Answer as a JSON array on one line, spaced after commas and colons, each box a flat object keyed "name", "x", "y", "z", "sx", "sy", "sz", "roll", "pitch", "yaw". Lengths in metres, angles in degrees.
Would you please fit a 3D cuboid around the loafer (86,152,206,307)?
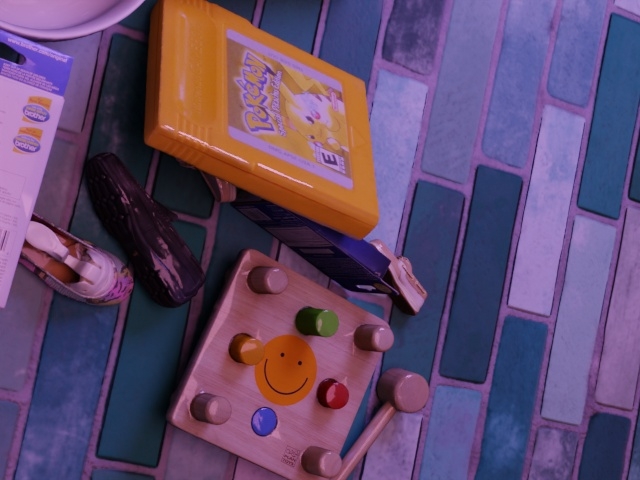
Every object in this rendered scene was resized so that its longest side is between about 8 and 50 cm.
[{"name": "loafer", "x": -0.223, "y": -0.019, "z": 1.753, "sx": 0.078, "sy": 0.076, "sz": 0.223, "roll": -41, "pitch": 108, "yaw": -38}]

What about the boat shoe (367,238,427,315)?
[{"name": "boat shoe", "x": 0.108, "y": 0.045, "z": 1.955, "sx": 0.045, "sy": 0.050, "sz": 0.135, "roll": -47, "pitch": 121, "yaw": -25}]

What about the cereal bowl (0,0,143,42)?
[{"name": "cereal bowl", "x": -0.347, "y": -0.401, "z": 1.637, "sx": 0.339, "sy": 0.141, "sz": 0.338, "roll": 0, "pitch": 91, "yaw": -29}]

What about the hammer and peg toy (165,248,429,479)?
[{"name": "hammer and peg toy", "x": -0.010, "y": 0.204, "z": 1.838, "sx": 0.361, "sy": 0.127, "sz": 0.265, "roll": 31, "pitch": 75, "yaw": -26}]

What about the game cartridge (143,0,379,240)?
[{"name": "game cartridge", "x": -0.073, "y": -0.170, "z": 1.757, "sx": 0.324, "sy": 0.053, "sz": 0.285, "roll": 25, "pitch": 40, "yaw": -28}]

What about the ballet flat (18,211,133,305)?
[{"name": "ballet flat", "x": -0.319, "y": 0.020, "z": 1.690, "sx": 0.221, "sy": 0.079, "sz": 0.076, "roll": 34, "pitch": 76, "yaw": -26}]

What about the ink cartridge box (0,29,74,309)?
[{"name": "ink cartridge box", "x": -0.412, "y": -0.092, "z": 1.565, "sx": 0.186, "sy": 0.065, "sz": 0.311, "roll": 18, "pitch": 88, "yaw": -31}]

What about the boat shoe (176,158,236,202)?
[{"name": "boat shoe", "x": -0.165, "y": -0.122, "z": 1.792, "sx": 0.059, "sy": 0.063, "sz": 0.170, "roll": -25, "pitch": 93, "yaw": -25}]

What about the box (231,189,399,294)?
[{"name": "box", "x": 0.000, "y": 0.000, "z": 1.840, "sx": 0.225, "sy": 0.136, "sz": 0.036, "roll": 38, "pitch": 72, "yaw": -25}]
